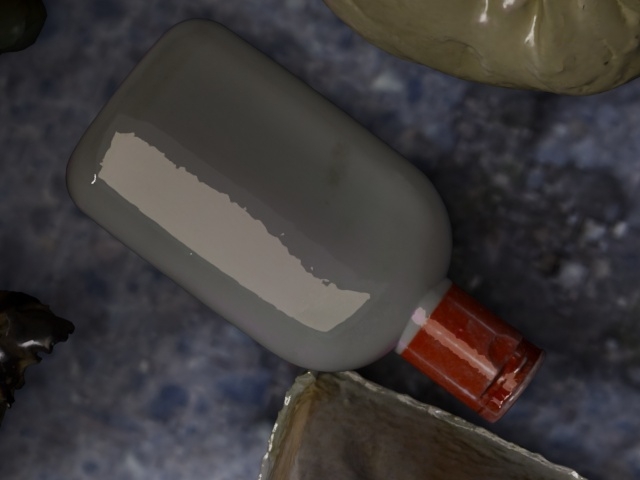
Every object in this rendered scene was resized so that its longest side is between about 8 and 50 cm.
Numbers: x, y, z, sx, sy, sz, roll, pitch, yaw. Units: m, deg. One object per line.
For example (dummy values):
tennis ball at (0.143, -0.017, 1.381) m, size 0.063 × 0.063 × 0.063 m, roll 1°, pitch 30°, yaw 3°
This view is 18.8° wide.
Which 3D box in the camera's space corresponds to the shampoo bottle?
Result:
shampoo bottle at (0.000, 0.000, 0.855) m, size 0.221 × 0.051 × 0.108 m, roll 36°, pitch 76°, yaw 3°

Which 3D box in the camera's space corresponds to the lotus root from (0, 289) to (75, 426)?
lotus root at (-0.199, 0.066, 0.845) m, size 0.220 × 0.118 × 0.125 m, roll -22°, pitch 74°, yaw 13°

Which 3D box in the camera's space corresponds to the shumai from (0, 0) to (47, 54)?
shumai at (-0.280, -0.102, 0.769) m, size 0.323 × 0.397 × 0.324 m, roll -31°, pitch 97°, yaw -22°

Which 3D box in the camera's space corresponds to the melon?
melon at (0.025, 0.116, 0.850) m, size 0.202 × 0.093 × 0.140 m, roll -20°, pitch 77°, yaw -1°

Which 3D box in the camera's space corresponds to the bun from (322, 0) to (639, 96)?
bun at (0.094, -0.167, 0.811) m, size 0.237 × 0.116 × 0.210 m, roll -31°, pitch 90°, yaw 8°
